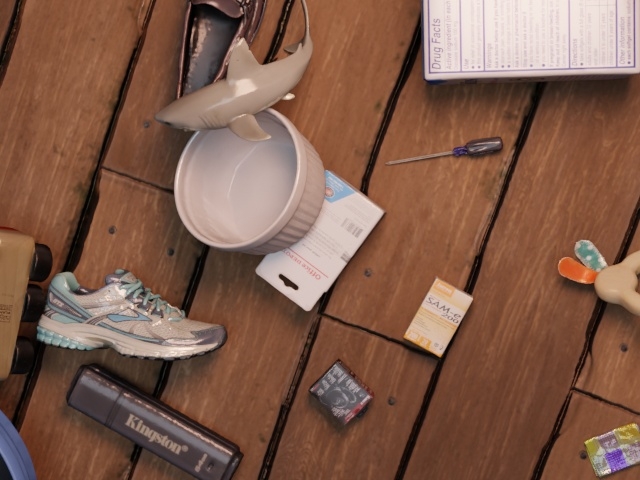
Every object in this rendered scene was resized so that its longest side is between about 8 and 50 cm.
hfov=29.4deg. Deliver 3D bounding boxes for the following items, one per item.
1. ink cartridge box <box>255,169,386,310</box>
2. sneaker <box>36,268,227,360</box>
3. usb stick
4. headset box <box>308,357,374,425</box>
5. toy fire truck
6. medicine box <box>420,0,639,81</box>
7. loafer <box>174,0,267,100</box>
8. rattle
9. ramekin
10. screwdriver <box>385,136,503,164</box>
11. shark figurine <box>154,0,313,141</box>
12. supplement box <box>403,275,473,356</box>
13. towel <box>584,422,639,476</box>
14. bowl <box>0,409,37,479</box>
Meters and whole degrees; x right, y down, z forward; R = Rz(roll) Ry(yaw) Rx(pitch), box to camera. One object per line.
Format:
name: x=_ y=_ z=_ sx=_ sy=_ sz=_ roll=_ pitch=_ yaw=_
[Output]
ink cartridge box: x=0.000 y=0.000 z=1.751 sx=0.104 sy=0.060 sz=0.180 roll=37 pitch=97 yaw=4
sneaker: x=-0.273 y=0.106 z=1.770 sx=0.283 sy=0.110 sz=0.122 roll=6 pitch=91 yaw=6
usb stick: x=-0.247 y=0.275 z=1.809 sx=0.278 sy=0.045 sz=0.077 roll=29 pitch=96 yaw=4
headset box: x=0.034 y=0.224 z=1.778 sx=0.083 sy=0.032 sz=0.062 roll=44 pitch=98 yaw=1
toy fire truck: x=-0.536 y=0.073 z=1.796 sx=0.246 sy=0.158 sz=0.217 roll=18 pitch=98 yaw=47
medicine box: x=0.280 y=-0.348 z=1.648 sx=0.289 sy=0.149 sz=0.263 roll=-1 pitch=94 yaw=7
loafer: x=-0.144 y=-0.306 z=1.729 sx=0.109 sy=0.095 sz=0.302 roll=14 pitch=96 yaw=6
rattle: x=0.445 y=0.081 z=1.720 sx=0.199 sy=0.143 sz=0.130 roll=0 pitch=62 yaw=22
ramekin: x=-0.090 y=-0.076 z=1.701 sx=0.207 sy=0.109 sz=0.207 roll=-9 pitch=72 yaw=28
screwdriver: x=0.177 y=-0.125 z=1.747 sx=0.170 sy=0.025 sz=0.024 roll=-9 pitch=94 yaw=16
shark figurine: x=-0.081 y=-0.236 z=1.636 sx=0.278 sy=0.166 sz=0.116 roll=-39 pitch=132 yaw=-25
supplement box: x=0.169 y=0.109 z=1.751 sx=0.062 sy=0.036 sz=0.098 roll=28 pitch=97 yaw=4
towel: x=0.426 y=0.300 z=1.748 sx=0.083 sy=0.009 sz=0.060 roll=-20 pitch=92 yaw=8
bowl: x=-0.598 y=0.358 z=1.795 sx=0.391 sy=0.077 sz=0.391 roll=4 pitch=110 yaw=12
